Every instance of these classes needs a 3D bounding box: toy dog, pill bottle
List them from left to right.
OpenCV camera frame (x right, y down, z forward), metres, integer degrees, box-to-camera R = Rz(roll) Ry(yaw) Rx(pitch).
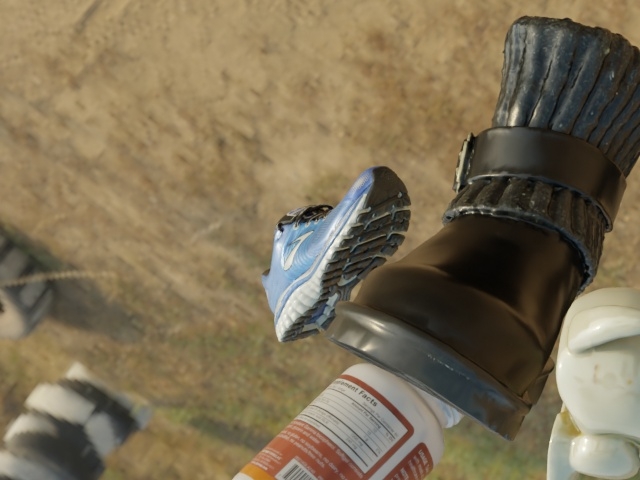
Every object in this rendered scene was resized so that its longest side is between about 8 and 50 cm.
[{"bbox_3d":[0.033,0.190,1.225,0.121,0.216,0.121,41,159,20],"label":"pill bottle"},{"bbox_3d":[0.514,0.182,1.725,0.408,0.285,0.395,9,142,16],"label":"toy dog"}]

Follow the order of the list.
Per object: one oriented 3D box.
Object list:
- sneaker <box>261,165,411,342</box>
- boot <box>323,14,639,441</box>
[{"bbox_3d":[0.000,0.000,1.839,0.147,0.129,0.330,60,137,21],"label":"sneaker"},{"bbox_3d":[0.128,-0.023,0.879,0.131,0.260,0.348,26,-175,12],"label":"boot"}]
